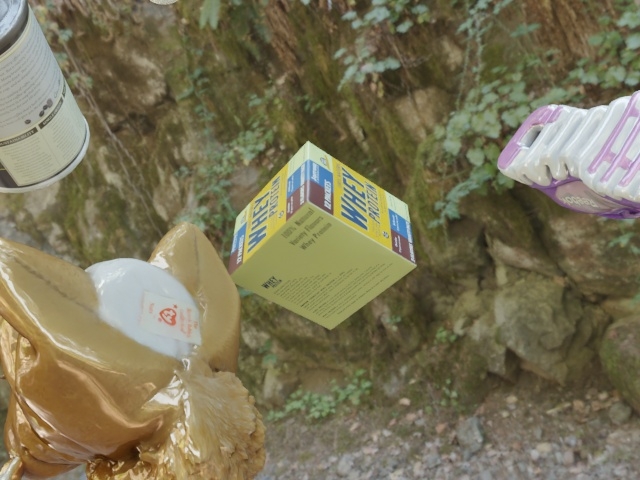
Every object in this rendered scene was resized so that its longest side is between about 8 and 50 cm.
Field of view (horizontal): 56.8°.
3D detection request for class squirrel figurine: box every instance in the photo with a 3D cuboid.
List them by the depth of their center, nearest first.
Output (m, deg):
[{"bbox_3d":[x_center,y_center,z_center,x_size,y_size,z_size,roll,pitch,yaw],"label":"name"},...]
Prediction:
[{"bbox_3d":[-0.253,0.222,0.716,0.370,0.397,0.281,-46,-14,30],"label":"squirrel figurine"}]

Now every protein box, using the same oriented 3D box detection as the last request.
[{"bbox_3d":[0.000,0.000,0.902,0.200,0.201,0.136,-42,32,33],"label":"protein box"}]

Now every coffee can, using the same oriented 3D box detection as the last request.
[{"bbox_3d":[-0.482,-0.227,0.869,0.201,0.201,0.275,-28,-25,-16],"label":"coffee can"}]

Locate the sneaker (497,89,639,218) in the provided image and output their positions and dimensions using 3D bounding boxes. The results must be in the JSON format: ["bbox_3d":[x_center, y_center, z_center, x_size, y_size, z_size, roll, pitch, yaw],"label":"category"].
[{"bbox_3d":[0.255,-0.059,0.499,0.095,0.104,0.236,-53,17,1],"label":"sneaker"}]

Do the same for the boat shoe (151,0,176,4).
[{"bbox_3d":[-0.316,-0.658,1.290,0.116,0.319,0.099,6,-28,4],"label":"boat shoe"}]
